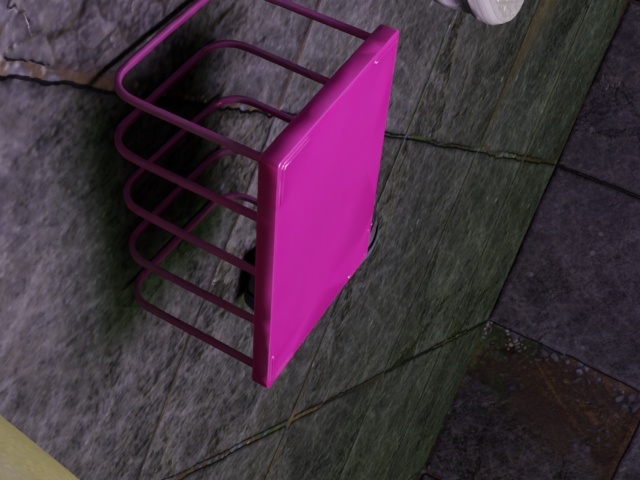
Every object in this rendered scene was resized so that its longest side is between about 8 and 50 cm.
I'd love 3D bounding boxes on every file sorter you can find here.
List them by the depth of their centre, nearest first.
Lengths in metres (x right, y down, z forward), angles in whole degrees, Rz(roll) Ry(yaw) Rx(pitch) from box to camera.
[{"bbox_3d":[-0.067,-0.056,0.978,0.202,0.182,0.291,-51,158,-37],"label":"file sorter"}]

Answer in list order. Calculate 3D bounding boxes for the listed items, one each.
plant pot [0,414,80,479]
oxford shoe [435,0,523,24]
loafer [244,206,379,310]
[{"bbox_3d":[-0.269,0.172,0.613,0.276,0.253,0.276,-53,159,-31],"label":"plant pot"},{"bbox_3d":[0.121,-0.413,1.140,0.169,0.130,0.449,-57,145,-23],"label":"oxford shoe"},{"bbox_3d":[0.000,0.000,1.379,0.267,0.096,0.084,-42,145,-45],"label":"loafer"}]
